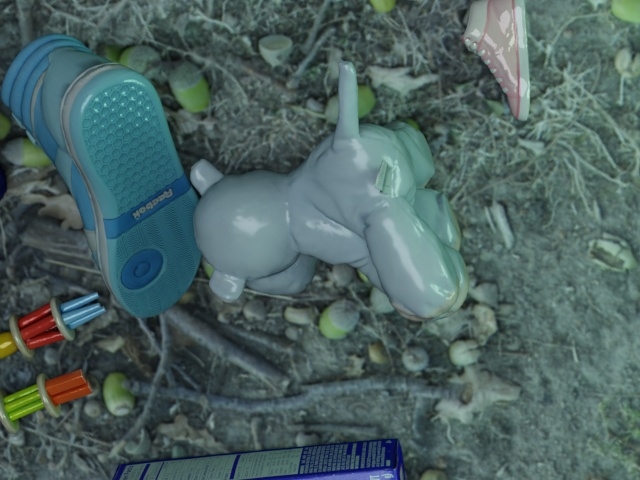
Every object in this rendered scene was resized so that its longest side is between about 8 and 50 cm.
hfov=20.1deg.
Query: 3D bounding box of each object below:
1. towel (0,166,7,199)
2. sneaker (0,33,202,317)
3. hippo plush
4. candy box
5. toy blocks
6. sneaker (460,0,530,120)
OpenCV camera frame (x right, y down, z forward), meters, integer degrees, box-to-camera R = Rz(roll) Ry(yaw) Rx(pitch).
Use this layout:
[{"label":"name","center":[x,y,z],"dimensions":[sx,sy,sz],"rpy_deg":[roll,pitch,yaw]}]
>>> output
[{"label":"towel","center":[-0.444,-0.077,1.792],"dimensions":[0.076,0.308,0.227],"rpy_deg":[37,69,24]},{"label":"sneaker","center":[-0.232,-0.082,1.889],"dimensions":[0.127,0.208,0.319],"rpy_deg":[-29,134,-24]},{"label":"hippo plush","center":[0.000,0.000,1.812],"dimensions":[0.236,0.294,0.234],"rpy_deg":[-22,75,14]},{"label":"candy box","center":[-0.058,0.367,1.935],"dimensions":[0.317,0.122,0.268],"rpy_deg":[-6,98,5]},{"label":"toy blocks","center":[-0.289,0.127,1.946],"dimensions":[0.148,0.054,0.123],"rpy_deg":[-23,96,6]},{"label":"sneaker","center":[0.183,-0.189,1.875],"dimensions":[0.070,0.051,0.134],"rpy_deg":[-4,95,5]}]
